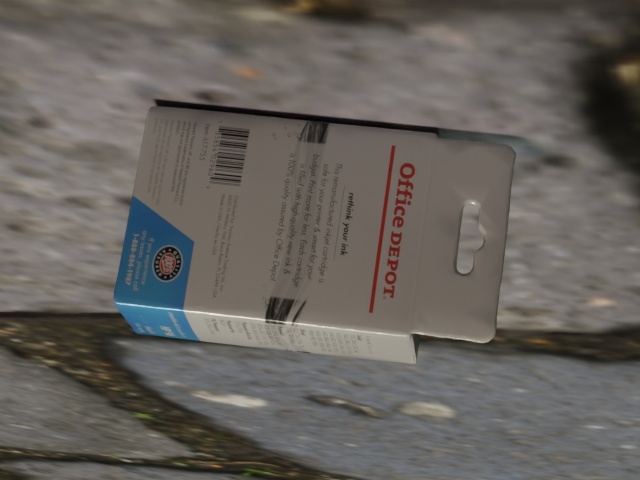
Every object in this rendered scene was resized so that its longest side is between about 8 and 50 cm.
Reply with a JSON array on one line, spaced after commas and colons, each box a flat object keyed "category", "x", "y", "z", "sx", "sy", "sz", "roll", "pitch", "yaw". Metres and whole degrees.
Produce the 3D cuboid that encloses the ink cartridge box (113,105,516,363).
[{"category": "ink cartridge box", "x": 0.000, "y": 0.000, "z": 0.390, "sx": 0.083, "sy": 0.048, "sz": 0.028, "roll": 6, "pitch": 163, "yaw": 7}]
